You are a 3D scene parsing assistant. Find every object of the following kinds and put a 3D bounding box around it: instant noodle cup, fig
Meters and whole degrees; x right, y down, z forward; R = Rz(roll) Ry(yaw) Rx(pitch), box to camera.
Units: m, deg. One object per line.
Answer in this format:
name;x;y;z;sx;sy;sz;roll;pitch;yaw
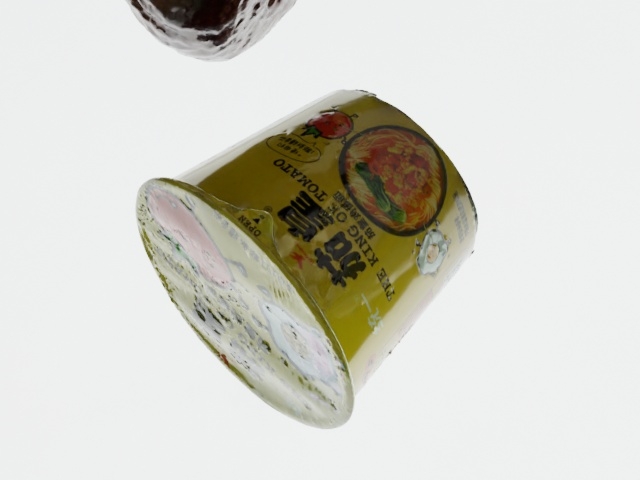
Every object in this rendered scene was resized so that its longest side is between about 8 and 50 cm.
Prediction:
instant noodle cup;0.000;0.000;0.637;0.182;0.182;0.144;39;-118;22
fig;-0.083;-0.214;0.617;0.146;0.134;0.201;-41;-105;21
